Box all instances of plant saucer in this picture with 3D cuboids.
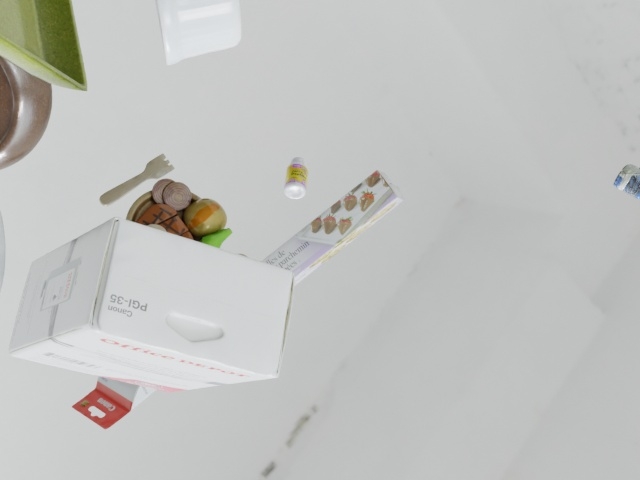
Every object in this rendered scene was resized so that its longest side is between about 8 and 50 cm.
[{"bbox_3d":[-0.319,-0.251,1.145,0.045,0.188,0.188,-24,-116,18],"label":"plant saucer"},{"bbox_3d":[-0.547,-0.223,1.670,0.311,0.310,0.050,-27,-155,20],"label":"plant saucer"}]

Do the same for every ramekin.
[{"bbox_3d":[-0.219,-0.445,1.957,0.135,0.277,0.277,-9,-149,-7],"label":"ramekin"}]

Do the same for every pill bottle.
[{"bbox_3d":[-0.047,-0.124,2.250,0.043,0.043,0.083,-22,-138,27],"label":"pill bottle"}]

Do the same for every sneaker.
[{"bbox_3d":[0.502,-0.084,1.759,0.058,0.135,0.052,45,-53,28],"label":"sneaker"}]

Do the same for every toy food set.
[{"bbox_3d":[-0.185,-0.019,1.480,0.132,0.192,0.038,-37,172,-28],"label":"toy food set"}]

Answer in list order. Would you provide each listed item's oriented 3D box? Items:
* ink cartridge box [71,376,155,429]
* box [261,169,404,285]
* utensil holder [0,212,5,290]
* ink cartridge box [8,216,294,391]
[{"bbox_3d":[-0.392,0.278,2.252,0.179,0.045,0.145,-37,-147,-26],"label":"ink cartridge box"},{"bbox_3d":[0.000,0.000,2.006,0.324,0.063,0.067,-38,167,11],"label":"box"},{"bbox_3d":[-0.528,-0.014,1.005,0.328,0.385,0.327,-10,-116,22],"label":"utensil holder"},{"bbox_3d":[-0.183,0.079,1.219,0.283,0.207,0.117,-19,-123,58],"label":"ink cartridge box"}]
